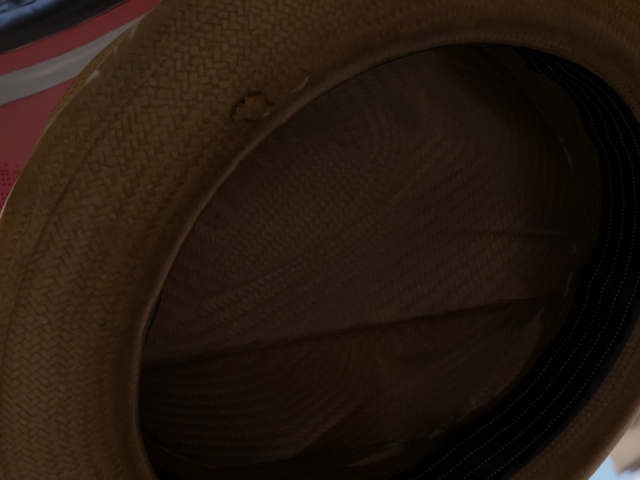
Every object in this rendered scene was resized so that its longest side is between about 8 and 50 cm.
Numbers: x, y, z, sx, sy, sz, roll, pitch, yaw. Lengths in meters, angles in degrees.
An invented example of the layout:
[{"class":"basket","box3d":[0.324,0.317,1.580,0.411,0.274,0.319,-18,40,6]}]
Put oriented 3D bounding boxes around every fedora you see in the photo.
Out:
[{"class":"fedora","box3d":[0.000,0.000,0.414,0.194,0.079,0.194,-21,-53,-30]}]

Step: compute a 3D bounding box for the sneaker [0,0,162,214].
[{"class":"sneaker","box3d":[-0.107,-0.028,0.574,0.314,0.116,0.136,-31,-43,5]}]
